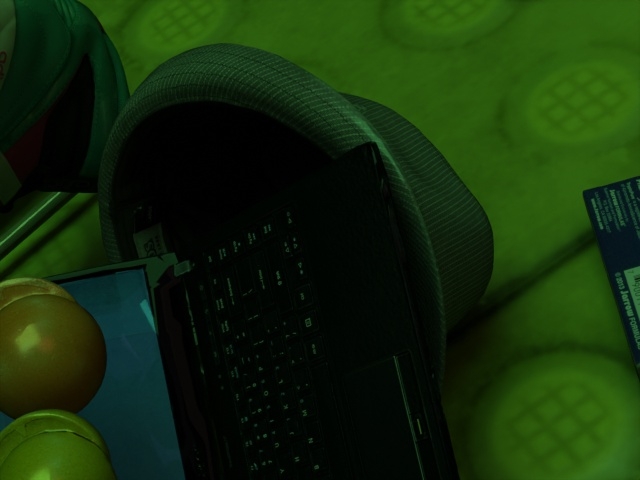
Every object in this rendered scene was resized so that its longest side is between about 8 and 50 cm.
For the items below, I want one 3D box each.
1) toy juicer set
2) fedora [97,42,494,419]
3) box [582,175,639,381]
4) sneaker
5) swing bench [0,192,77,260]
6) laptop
[{"bbox_3d":[-0.176,0.157,0.636,0.209,0.089,0.329,-13,45,24],"label":"toy juicer set"},{"bbox_3d":[0.000,0.000,0.834,0.275,0.244,0.124,15,28,40],"label":"fedora"},{"bbox_3d":[0.270,-0.004,0.810,0.225,0.036,0.136,-17,45,11],"label":"box"},{"bbox_3d":[-0.215,-0.039,0.909,0.124,0.178,0.295,46,117,24],"label":"sneaker"},{"bbox_3d":[-0.300,-0.092,1.066,0.253,0.165,0.254,-42,41,-15],"label":"swing bench"},{"bbox_3d":[-0.075,0.104,0.718,0.264,0.136,0.234,-26,72,46],"label":"laptop"}]
